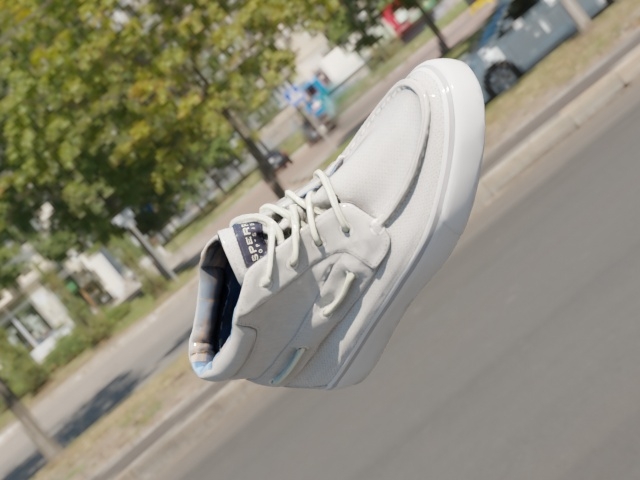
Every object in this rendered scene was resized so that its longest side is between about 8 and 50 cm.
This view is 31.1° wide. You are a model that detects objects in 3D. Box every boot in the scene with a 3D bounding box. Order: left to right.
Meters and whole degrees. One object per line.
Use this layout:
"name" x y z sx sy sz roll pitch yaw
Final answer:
"boot" 0.000 0.000 0.704 0.123 0.095 0.258 1 -51 -28
